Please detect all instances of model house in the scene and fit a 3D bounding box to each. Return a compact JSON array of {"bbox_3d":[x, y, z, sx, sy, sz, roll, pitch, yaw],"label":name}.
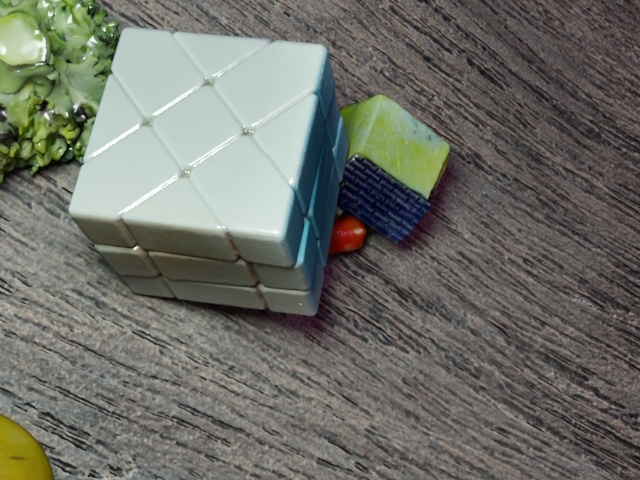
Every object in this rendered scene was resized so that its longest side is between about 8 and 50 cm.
[{"bbox_3d":[0.094,-0.106,1.928,0.194,0.170,0.211,35,67,-27],"label":"model house"}]

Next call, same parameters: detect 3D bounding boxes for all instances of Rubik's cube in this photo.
[{"bbox_3d":[-0.148,-0.097,1.671,0.319,0.316,0.321,7,66,11],"label":"Rubik's cube"}]

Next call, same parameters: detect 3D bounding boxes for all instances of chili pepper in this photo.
[{"bbox_3d":[0.000,0.000,1.911,0.272,0.063,0.071,-17,69,-25],"label":"chili pepper"}]

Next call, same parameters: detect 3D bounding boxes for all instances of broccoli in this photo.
[{"bbox_3d":[-0.471,-0.256,1.700,0.324,0.272,0.334,-12,84,13],"label":"broccoli"}]

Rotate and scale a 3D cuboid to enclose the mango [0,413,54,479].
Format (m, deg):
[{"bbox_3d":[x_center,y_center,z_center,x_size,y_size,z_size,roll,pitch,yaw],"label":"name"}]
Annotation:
[{"bbox_3d":[-0.470,0.380,1.522,0.211,0.173,0.317,12,57,-14],"label":"mango"}]
